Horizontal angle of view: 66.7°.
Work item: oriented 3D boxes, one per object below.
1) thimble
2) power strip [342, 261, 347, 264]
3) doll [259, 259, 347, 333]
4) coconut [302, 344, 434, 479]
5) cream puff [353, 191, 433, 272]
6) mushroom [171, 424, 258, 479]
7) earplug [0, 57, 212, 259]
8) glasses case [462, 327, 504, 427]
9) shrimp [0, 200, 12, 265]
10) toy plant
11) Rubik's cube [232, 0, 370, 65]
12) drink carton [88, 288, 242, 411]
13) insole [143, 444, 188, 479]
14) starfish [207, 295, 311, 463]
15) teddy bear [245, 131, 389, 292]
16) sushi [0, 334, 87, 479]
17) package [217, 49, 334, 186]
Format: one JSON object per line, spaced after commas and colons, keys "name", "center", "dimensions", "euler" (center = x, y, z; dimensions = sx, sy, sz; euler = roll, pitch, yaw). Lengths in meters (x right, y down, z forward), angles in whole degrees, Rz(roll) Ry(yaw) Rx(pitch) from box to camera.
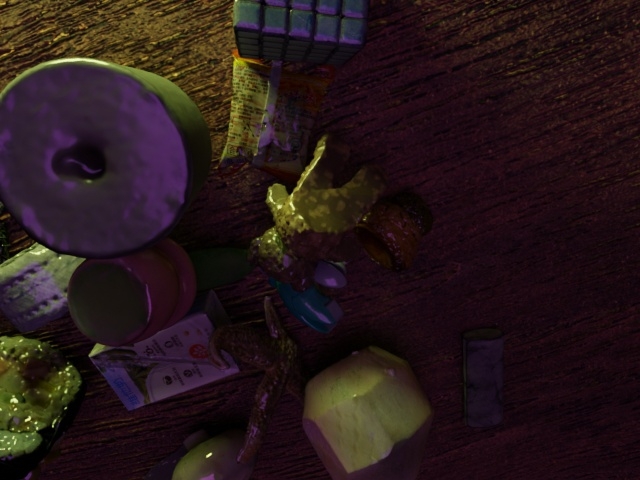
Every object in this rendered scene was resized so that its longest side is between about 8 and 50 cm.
{"name": "thimble", "center": [-0.606, 0.079, 1.093], "dimensions": [0.245, 0.217, 0.157], "euler": [-37, 108, -18]}
{"name": "power strip", "center": [0.000, 0.000, 1.203], "dimensions": [0.081, 0.035, 0.192], "euler": [-37, 109, 10]}
{"name": "doll", "center": [-0.035, 0.095, 1.166], "dimensions": [0.153, 0.195, 0.258], "euler": [-40, 103, -32]}
{"name": "coconut", "center": [0.133, 0.458, 1.231], "dimensions": [0.352, 0.353, 0.353], "euler": [-1, 111, -3]}
{"name": "cream puff", "center": [0.186, -0.035, 1.150], "dimensions": [0.169, 0.183, 0.183], "euler": [-41, 110, -15]}
{"name": "mushroom", "center": [-0.300, 0.612, 1.337], "dimensions": [0.202, 0.246, 0.246], "euler": [45, 106, 25]}
{"name": "earplug", "center": [-0.367, -0.166, 0.922], "dimensions": [0.312, 0.394, 0.313], "euler": [-1, 106, -4]}
{"name": "glasses case", "center": [0.458, 0.390, 1.366], "dimensions": [0.114, 0.060, 0.299], "euler": [-8, 111, 0]}
{"name": "shrimp", "center": [-0.709, -0.019, 1.144], "dimensions": [0.198, 0.051, 0.262], "euler": [-4, 108, -3]}
{"name": "toy plant", "center": [-0.329, 0.087, 1.023], "dimensions": [0.316, 0.356, 0.211], "euler": [0, 92, 8]}
{"name": "Rubik's cube", "center": [-0.036, -0.468, 0.900], "dimensions": [0.236, 0.238, 0.238], "euler": [2, 101, -7]}
{"name": "drink carton", "center": [-0.376, 0.276, 1.234], "dimensions": [0.324, 0.132, 0.194], "euler": [-21, 112, 6]}
{"name": "insole", "center": [-0.435, 0.665, 1.443], "dimensions": [0.248, 0.011, 0.081], "euler": [-40, 111, 10]}
{"name": "starfish", "center": [-0.121, 0.366, 1.223], "dimensions": [0.082, 0.324, 0.432], "euler": [-3, 113, 35]}
{"name": "teddy bear", "center": [-0.008, -0.048, 1.055], "dimensions": [0.246, 0.222, 0.296], "euler": [36, 66, -7]}
{"name": "sushi", "center": [-0.775, 0.434, 1.175], "dimensions": [0.328, 0.328, 0.285], "euler": [28, 118, -15]}
{"name": "package", "center": [-0.100, -0.259, 1.061], "dimensions": [0.223, 0.108, 0.288], "euler": [9, 108, -9]}
